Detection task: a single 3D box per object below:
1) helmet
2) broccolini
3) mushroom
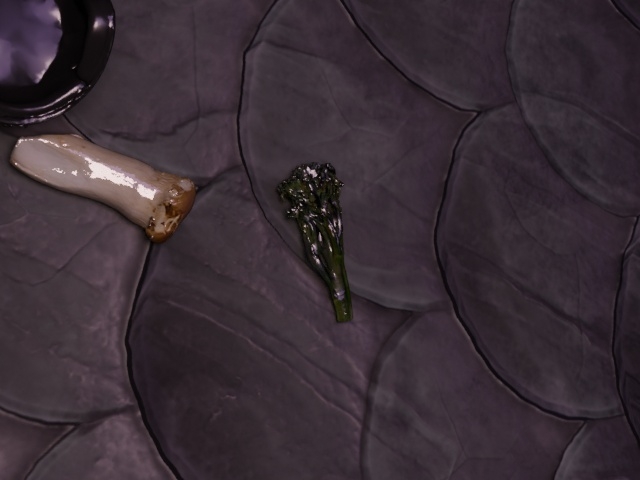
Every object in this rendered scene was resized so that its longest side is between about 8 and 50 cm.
[{"bbox_3d":[-0.328,-0.226,1.173,0.189,0.193,0.215,-1,84,-31],"label":"helmet"},{"bbox_3d":[0.015,-0.001,1.368,0.091,0.068,0.202,-24,91,-48],"label":"broccolini"},{"bbox_3d":[-0.246,-0.067,1.253,0.209,0.071,0.084,23,101,-17],"label":"mushroom"}]
